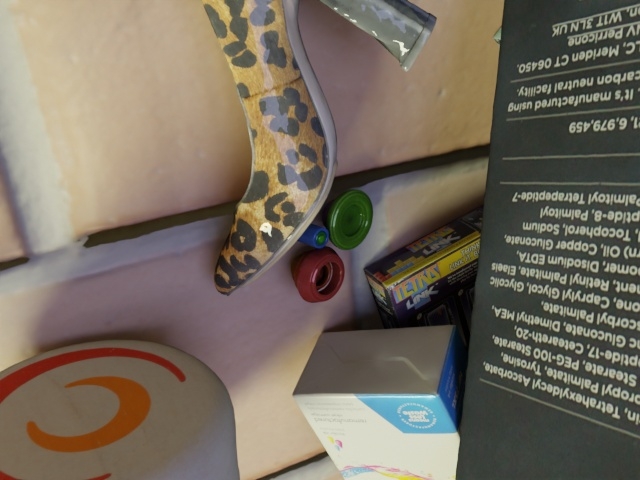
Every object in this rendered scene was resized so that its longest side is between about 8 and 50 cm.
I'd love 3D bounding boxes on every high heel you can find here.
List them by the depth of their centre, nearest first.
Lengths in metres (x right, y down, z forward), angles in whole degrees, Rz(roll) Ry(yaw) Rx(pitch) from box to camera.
[{"bbox_3d":[-0.066,-0.096,0.452,0.186,0.093,0.261,30,109,-9],"label":"high heel"}]

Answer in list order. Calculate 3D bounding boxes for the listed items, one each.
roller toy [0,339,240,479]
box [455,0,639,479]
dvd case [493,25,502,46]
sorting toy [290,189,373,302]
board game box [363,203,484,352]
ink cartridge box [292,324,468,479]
[{"bbox_3d":[-0.148,0.173,0.432,0.209,0.191,0.146,6,114,15],"label":"roller toy"},{"bbox_3d":[0.383,0.056,0.495,0.479,0.297,0.472,4,91,-34],"label":"box"},{"bbox_3d":[0.216,-0.176,0.575,0.119,0.013,0.087,37,91,-33],"label":"dvd case"},{"bbox_3d":[0.000,0.000,0.531,0.061,0.042,0.102,30,83,-47],"label":"sorting toy"},{"bbox_3d":[0.140,0.053,0.609,0.170,0.048,0.141,-27,117,-13],"label":"board game box"},{"bbox_3d":[0.088,0.187,0.580,0.231,0.134,0.078,63,35,-29],"label":"ink cartridge box"}]
